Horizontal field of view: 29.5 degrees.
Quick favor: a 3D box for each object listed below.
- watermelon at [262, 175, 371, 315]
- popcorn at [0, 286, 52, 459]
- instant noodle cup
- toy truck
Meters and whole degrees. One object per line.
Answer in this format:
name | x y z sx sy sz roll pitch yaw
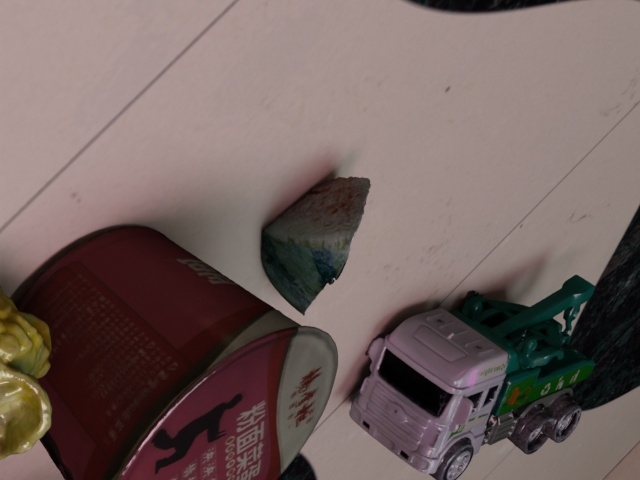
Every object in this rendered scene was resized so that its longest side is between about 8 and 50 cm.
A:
watermelon | -0.006 0.006 1.111 0.094 0.081 0.180 -41 171 -45
popcorn | -0.255 0.088 0.833 0.141 0.162 0.136 -21 112 -77
instant noodle cup | -0.127 0.110 0.947 0.235 0.178 0.235 -37 151 -25
toy truck | 0.202 0.156 1.482 0.363 0.176 0.178 -15 129 -45
